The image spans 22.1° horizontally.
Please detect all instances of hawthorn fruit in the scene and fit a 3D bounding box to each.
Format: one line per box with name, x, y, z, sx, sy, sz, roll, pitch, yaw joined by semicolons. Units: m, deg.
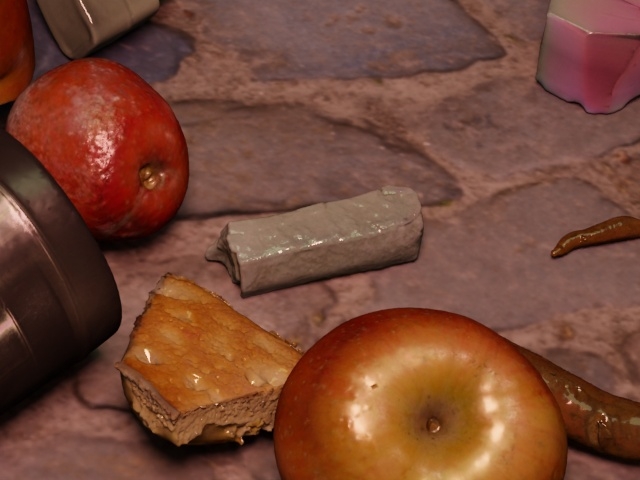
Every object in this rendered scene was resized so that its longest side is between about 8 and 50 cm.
hawthorn fruit;-0.203;-0.076;1.505;0.172;0.173;0.173;3;52;-4

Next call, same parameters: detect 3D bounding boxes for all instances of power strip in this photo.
power strip;-0.254;-0.331;1.668;0.141;0.229;0.261;-35;97;-29

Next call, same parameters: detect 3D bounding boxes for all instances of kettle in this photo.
kettle;-0.384;0.065;1.365;0.324;0.228;0.321;-38;38;-26

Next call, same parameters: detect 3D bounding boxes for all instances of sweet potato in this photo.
sweet potato;0.212;0.142;1.438;0.273;0.075;0.075;22;53;7
sweet potato;0.272;-0.007;1.588;0.115;0.026;0.026;-13;55;-12

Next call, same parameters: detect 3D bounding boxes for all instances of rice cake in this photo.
rice cake;0.000;0.000;1.527;0.206;0.069;0.063;-11;54;-16

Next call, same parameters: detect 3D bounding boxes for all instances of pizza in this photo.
pizza;-0.113;0.114;1.429;0.188;0.081;0.204;-14;41;-44

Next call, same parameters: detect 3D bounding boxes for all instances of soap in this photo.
soap;0.359;-0.268;1.747;0.193;0.109;0.324;31;56;18

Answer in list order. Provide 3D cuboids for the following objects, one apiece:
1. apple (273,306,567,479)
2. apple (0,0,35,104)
apple;0.079;0.164;1.340;0.235;0.173;0.210;33;70;2
apple;-0.447;-0.195;1.540;0.365;0.295;0.329;25;91;38
